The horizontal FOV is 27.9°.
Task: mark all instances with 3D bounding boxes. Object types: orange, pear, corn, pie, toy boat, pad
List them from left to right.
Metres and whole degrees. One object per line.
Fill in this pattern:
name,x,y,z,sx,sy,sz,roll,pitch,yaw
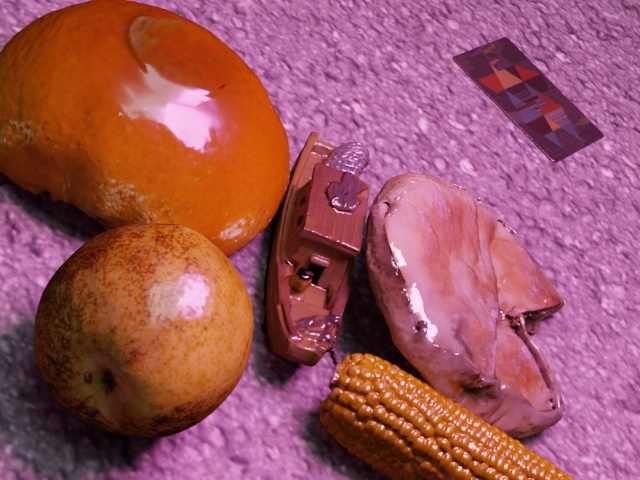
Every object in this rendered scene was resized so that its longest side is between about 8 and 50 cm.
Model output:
pear,-0.157,0.088,1.148,0.197,0.197,0.197,17,45,-17
orange,-0.184,-0.122,1.351,0.334,0.196,0.263,36,55,-7
toy boat,0.000,0.000,1.369,0.089,0.121,0.321,22,44,-13
corn,0.125,0.211,1.271,0.310,0.101,0.101,32,42,-5
pie,0.158,0.056,1.414,0.337,0.075,0.338,33,37,-29
pad,0.295,-0.202,1.820,0.211,0.003,0.143,48,44,16
